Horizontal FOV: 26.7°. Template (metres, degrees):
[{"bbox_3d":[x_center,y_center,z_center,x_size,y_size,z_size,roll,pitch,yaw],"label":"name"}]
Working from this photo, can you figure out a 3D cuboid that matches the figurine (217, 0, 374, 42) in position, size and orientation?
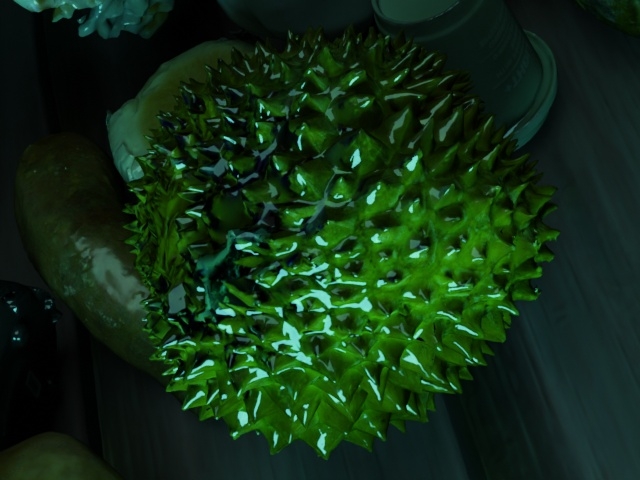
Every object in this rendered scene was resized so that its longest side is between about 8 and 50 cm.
[{"bbox_3d":[0.028,-0.232,1.004,0.236,0.133,0.176,-32,34,-29],"label":"figurine"}]

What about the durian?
[{"bbox_3d":[-0.002,0.002,0.826,0.291,0.225,0.291,7,104,30],"label":"durian"}]

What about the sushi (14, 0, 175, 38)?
[{"bbox_3d":[-0.274,-0.309,1.053,0.176,0.417,0.417,-57,46,24],"label":"sushi"}]

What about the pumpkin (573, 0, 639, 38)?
[{"bbox_3d":[0.246,-0.258,0.952,0.219,0.162,0.219,-14,55,20],"label":"pumpkin"}]

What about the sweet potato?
[{"bbox_3d":[-0.156,0.019,0.985,0.097,0.097,0.292,-35,53,-2],"label":"sweet potato"}]

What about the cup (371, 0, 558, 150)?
[{"bbox_3d":[0.096,-0.133,0.945,0.120,0.141,0.120,-13,55,19],"label":"cup"}]

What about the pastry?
[{"bbox_3d":[-0.076,-0.079,1.019,0.166,0.088,0.166,-12,52,16],"label":"pastry"}]

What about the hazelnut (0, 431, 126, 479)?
[{"bbox_3d":[-0.174,0.208,0.828,0.182,0.182,0.182,-12,54,17],"label":"hazelnut"}]

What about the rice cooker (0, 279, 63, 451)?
[{"bbox_3d":[-0.257,0.104,0.943,0.118,0.142,0.203,3,60,12],"label":"rice cooker"}]
